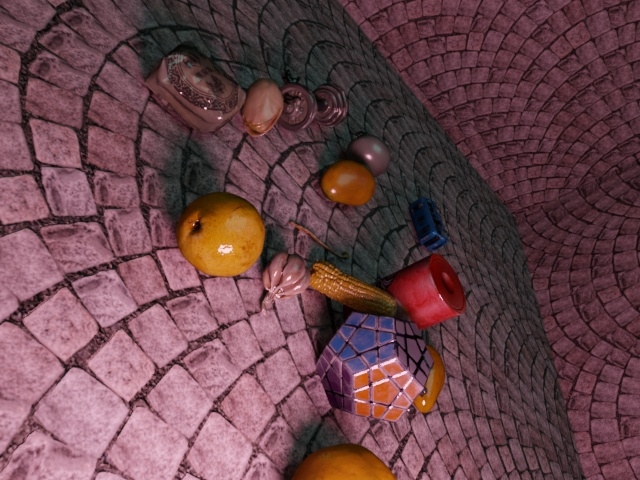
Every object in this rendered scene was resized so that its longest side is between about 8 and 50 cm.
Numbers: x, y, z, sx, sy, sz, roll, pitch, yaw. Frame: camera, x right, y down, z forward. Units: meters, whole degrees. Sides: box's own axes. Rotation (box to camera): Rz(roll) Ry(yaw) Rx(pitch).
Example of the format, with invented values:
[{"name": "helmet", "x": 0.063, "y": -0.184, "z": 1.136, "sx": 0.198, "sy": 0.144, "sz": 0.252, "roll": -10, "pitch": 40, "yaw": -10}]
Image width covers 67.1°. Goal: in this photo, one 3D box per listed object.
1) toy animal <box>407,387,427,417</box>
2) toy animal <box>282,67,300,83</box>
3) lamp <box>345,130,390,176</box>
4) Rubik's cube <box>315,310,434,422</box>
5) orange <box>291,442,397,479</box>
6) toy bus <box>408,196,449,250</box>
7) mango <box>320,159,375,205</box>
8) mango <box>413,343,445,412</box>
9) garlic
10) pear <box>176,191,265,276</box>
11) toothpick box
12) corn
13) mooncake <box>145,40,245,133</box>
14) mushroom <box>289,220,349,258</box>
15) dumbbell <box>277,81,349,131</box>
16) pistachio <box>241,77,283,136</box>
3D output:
[{"name": "toy animal", "x": 0.249, "y": 0.447, "z": 1.530, "sx": 0.146, "sy": 0.114, "sz": 0.245, "roll": 41, "pitch": 12, "yaw": -21}, {"name": "toy animal", "x": -0.111, "y": -0.650, "z": 1.982, "sx": 0.135, "sy": 0.047, "sz": 0.065, "roll": 56, "pitch": 40, "yaw": -15}, {"name": "lamp", "x": 0.191, "y": -0.329, "z": 2.030, "sx": 0.198, "sy": 0.198, "sz": 0.243, "roll": 38, "pitch": 61, "yaw": -30}, {"name": "Rubik's cube", "x": 0.147, "y": 0.340, "z": 1.323, "sx": 0.264, "sy": 0.320, "sz": 0.318, "roll": 67, "pitch": 20, "yaw": -44}, {"name": "orange", "x": 0.059, "y": 0.581, "z": 1.035, "sx": 0.279, "sy": 0.235, "sz": 0.278, "roll": 25, "pitch": 53, "yaw": -38}, {"name": "toy bus", "x": 0.515, "y": -0.080, "z": 2.317, "sx": 0.134, "sy": 0.114, "sz": 0.246, "roll": 23, "pitch": 45, "yaw": -38}, {"name": "mango", "x": 0.103, "y": -0.223, "z": 1.839, "sx": 0.255, "sy": 0.139, "sz": 0.175, "roll": 6, "pitch": 65, "yaw": -45}, {"name": "mango", "x": 0.365, "y": 0.474, "z": 1.657, "sx": 0.138, "sy": 0.113, "sz": 0.253, "roll": 50, "pitch": 36, "yaw": -29}, {"name": "garlic", "x": -0.111, "y": 0.111, "z": 1.306, "sx": 0.131, "sy": 0.127, "sz": 0.194, "roll": 51, "pitch": 52, "yaw": -20}, {"name": "pear", "x": -0.241, "y": -0.015, "z": 1.145, "sx": 0.209, "sy": 0.209, "sz": 0.208, "roll": 34, "pitch": 40, "yaw": -35}, {"name": "toothpick box", "x": 0.261, "y": 0.198, "z": 1.532, "sx": 0.204, "sy": 0.334, "sz": 0.204, "roll": 34, "pitch": 41, "yaw": -35}, {"name": "corn", "x": 0.094, "y": 0.150, "z": 1.449, "sx": 0.292, "sy": 0.101, "sz": 0.101, "roll": 24, "pitch": 28, "yaw": 16}, {"name": "mooncake", "x": -0.349, "y": -0.444, "z": 1.404, "sx": 0.250, "sy": 0.136, "sz": 0.254, "roll": 43, "pitch": 35, "yaw": -18}, {"name": "mushroom", "x": 0.001, "y": 0.004, "z": 1.629, "sx": 0.286, "sy": 0.026, "sz": 0.028, "roll": 29, "pitch": 27, "yaw": -36}, {"name": "dumbbell", "x": -0.031, "y": -0.519, "z": 1.863, "sx": 0.179, "sy": 0.179, "sz": 0.406, "roll": 60, "pitch": 33, "yaw": 1}, {"name": "pistachio", "x": -0.195, "y": -0.450, "z": 1.615, "sx": 0.144, "sy": 0.144, "sz": 0.214, "roll": 29, "pitch": 55, "yaw": -39}]
